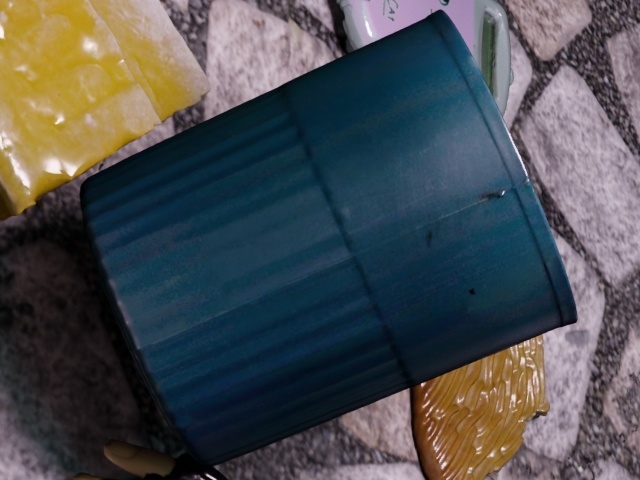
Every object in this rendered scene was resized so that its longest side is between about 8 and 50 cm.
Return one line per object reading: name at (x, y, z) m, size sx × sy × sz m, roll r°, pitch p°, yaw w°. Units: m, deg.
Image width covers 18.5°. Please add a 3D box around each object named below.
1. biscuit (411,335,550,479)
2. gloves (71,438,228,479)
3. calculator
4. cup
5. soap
biscuit at (0.149, 0.146, 1.778) m, size 0.176 × 0.031 × 0.229 m, roll 29°, pitch 54°, yaw -35°
gloves at (-0.100, 0.233, 1.420) m, size 0.203 × 0.124 × 0.164 m, roll 64°, pitch 22°, yaw -18°
calculator at (0.102, -0.199, 1.856) m, size 0.246 × 0.045 × 0.141 m, roll 28°, pitch 56°, yaw -39°
cup at (-0.005, -0.012, 1.420) m, size 0.308 × 0.292 × 0.242 m, roll -114°, pitch 180°, yaw -53°
soap at (-0.234, -0.169, 1.416) m, size 0.259 × 0.143 × 0.281 m, roll -38°, pitch 98°, yaw -48°
